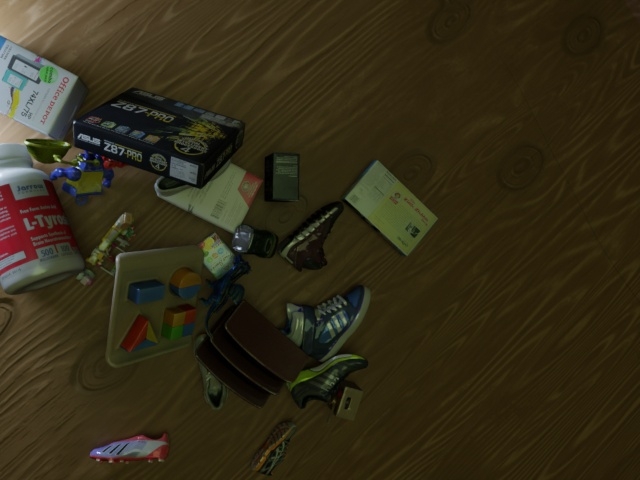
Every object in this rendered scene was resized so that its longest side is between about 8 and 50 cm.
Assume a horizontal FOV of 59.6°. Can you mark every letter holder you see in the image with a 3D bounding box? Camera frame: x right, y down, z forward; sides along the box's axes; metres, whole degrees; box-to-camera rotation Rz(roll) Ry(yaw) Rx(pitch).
[{"bbox_3d":[-0.229,0.383,1.836,0.302,0.152,0.214,43,53,-11],"label":"letter holder"}]

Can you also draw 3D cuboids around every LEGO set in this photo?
[{"bbox_3d":[-0.644,0.027,1.769,0.107,0.132,0.287,39,105,-18],"label":"LEGO set"}]

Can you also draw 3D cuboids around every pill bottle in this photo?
[{"bbox_3d":[-0.877,-0.065,1.641,0.229,0.229,0.407,-23,88,-12],"label":"pill bottle"}]

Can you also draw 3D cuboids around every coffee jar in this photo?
[{"bbox_3d":[-0.213,0.006,1.859,0.079,0.184,0.096,17,89,25],"label":"coffee jar"}]

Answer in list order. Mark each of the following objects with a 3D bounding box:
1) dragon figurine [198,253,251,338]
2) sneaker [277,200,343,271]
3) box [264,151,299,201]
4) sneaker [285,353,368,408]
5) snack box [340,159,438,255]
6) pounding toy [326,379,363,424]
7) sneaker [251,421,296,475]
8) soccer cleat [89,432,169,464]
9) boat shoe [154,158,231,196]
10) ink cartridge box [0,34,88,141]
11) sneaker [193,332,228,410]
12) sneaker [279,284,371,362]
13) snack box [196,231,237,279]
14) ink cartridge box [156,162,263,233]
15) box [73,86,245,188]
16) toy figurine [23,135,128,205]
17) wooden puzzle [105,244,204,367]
[{"bbox_3d":[-0.305,0.166,1.794,0.144,0.289,0.085,-27,123,27],"label":"dragon figurine"},{"bbox_3d":[0.000,0.000,1.958,0.281,0.106,0.162,-39,106,1],"label":"sneaker"},{"bbox_3d":[-0.131,-0.210,1.878,0.093,0.156,0.158,1,92,-16],"label":"box"},{"bbox_3d":[0.032,0.489,1.934,0.300,0.111,0.121,-25,56,6],"label":"sneaker"},{"bbox_3d":[0.253,-0.115,2.029,0.322,0.060,0.187,42,83,-12],"label":"snack box"},{"bbox_3d":[0.072,0.575,1.977,0.100,0.130,0.141,20,88,-14],"label":"pounding toy"},{"bbox_3d":[-0.150,0.728,1.957,0.083,0.084,0.214,38,92,-16],"label":"sneaker"},{"bbox_3d":[-0.625,0.684,1.840,0.248,0.083,0.095,3,62,-10],"label":"soccer cleat"},{"bbox_3d":[-0.388,-0.209,1.725,0.258,0.084,0.095,-34,99,-12],"label":"boat shoe"},{"bbox_3d":[-0.870,-0.448,1.655,0.270,0.197,0.198,26,86,-14],"label":"ink cartridge box"},{"bbox_3d":[-0.358,0.440,1.866,0.099,0.121,0.262,-14,95,-13],"label":"sneaker"},{"bbox_3d":[0.003,0.250,1.942,0.236,0.130,0.322,34,90,-20],"label":"sneaker"},{"bbox_3d":[-0.352,0.054,1.893,0.100,0.037,0.141,-40,102,-8],"label":"snack box"},{"bbox_3d":[-0.364,-0.174,1.839,0.283,0.117,0.207,27,86,-14],"label":"ink cartridge box"},{"bbox_3d":[-0.464,-0.313,1.659,0.395,0.318,0.097,19,124,6],"label":"box"},{"bbox_3d":[-0.707,-0.187,1.680,0.191,0.363,0.217,34,114,18],"label":"toy figurine"},{"bbox_3d":[-0.490,0.200,1.722,0.322,0.081,0.347,-8,110,-53],"label":"wooden puzzle"}]
